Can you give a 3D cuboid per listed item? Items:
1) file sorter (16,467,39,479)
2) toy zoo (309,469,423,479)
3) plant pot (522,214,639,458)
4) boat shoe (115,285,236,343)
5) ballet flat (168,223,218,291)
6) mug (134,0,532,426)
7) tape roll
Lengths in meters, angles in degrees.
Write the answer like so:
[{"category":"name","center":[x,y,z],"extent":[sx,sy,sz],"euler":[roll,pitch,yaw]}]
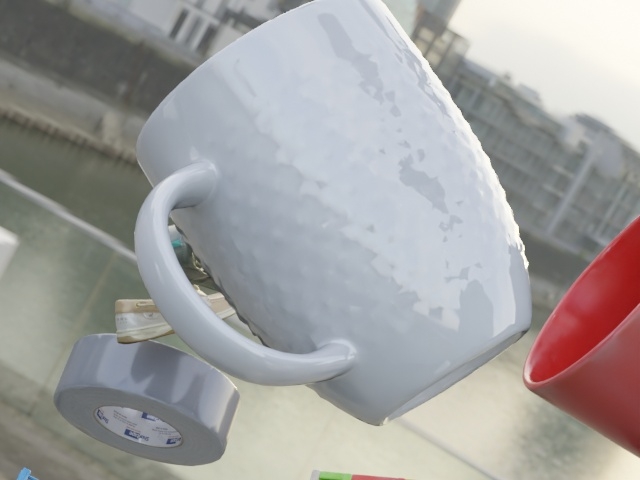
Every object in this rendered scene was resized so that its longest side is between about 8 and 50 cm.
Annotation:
[{"category":"file sorter","center":[-0.399,0.417,1.811],"extent":[0.104,0.118,0.170],"euler":[28,46,-9]},{"category":"toy zoo","center":[0.101,0.452,2.079],"extent":[0.293,0.192,0.030],"euler":[1,-39,22]},{"category":"plant pot","center":[0.379,0.118,1.355],"extent":[0.243,0.275,0.275],"euler":[39,5,-4]},{"category":"boat shoe","center":[-0.162,0.073,1.568],"extent":[0.170,0.059,0.063],"euler":[-15,4,-41]},{"category":"ballet flat","center":[-0.105,0.017,1.438],"extent":[0.213,0.068,0.072],"euler":[6,65,-64]},{"category":"mug","center":[0.000,0.000,1.203],"extent":[0.374,0.276,0.328],"euler":[-21,73,-46]},{"category":"tape roll","center":[-0.211,0.197,1.659],"extent":[0.219,0.072,0.219],"euler":[14,-28,8]}]
